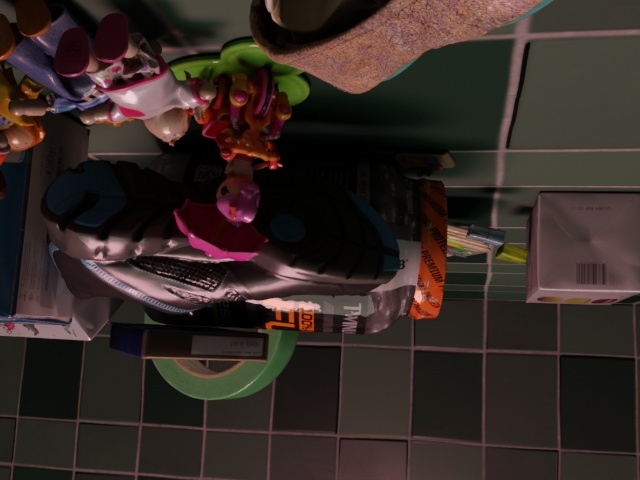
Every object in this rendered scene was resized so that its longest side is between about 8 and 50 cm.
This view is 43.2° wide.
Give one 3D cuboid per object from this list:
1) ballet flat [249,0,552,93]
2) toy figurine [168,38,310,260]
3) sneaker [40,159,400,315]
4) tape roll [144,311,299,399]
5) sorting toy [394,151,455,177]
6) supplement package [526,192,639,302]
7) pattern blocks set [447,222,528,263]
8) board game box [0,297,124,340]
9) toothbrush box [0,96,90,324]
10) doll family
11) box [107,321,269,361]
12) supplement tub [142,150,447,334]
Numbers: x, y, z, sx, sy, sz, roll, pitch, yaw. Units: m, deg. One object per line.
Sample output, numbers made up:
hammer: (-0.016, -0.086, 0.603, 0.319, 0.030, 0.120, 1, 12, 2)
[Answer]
ballet flat: (0.036, -0.137, 0.358, 0.106, 0.107, 0.316, 13, 167, -18)
toy figurine: (-0.067, -0.063, 0.674, 0.130, 0.159, 0.173, 6, 170, -26)
sneaker: (-0.093, 0.007, 0.799, 0.341, 0.125, 0.139, 8, 139, -8)
tape roll: (-0.197, 0.150, 1.593, 0.321, 0.321, 0.077, -2, 171, 26)
sorting toy: (0.126, -0.088, 0.946, 0.062, 0.012, 0.083, -1, 171, 19)
supplement package: (0.377, 0.019, 1.180, 0.139, 0.134, 0.244, 1, 171, 11)
pattern blocks set: (0.169, -0.007, 1.222, 0.285, 0.026, 0.325, 14, 175, 13)
board game box: (-0.366, 0.025, 1.131, 0.303, 0.224, 0.097, -5, 126, 39)
toothbrush box: (-0.404, -0.028, 0.820, 0.295, 0.216, 0.126, 2, 171, 11)
doll family: (-0.213, -0.116, 0.620, 0.263, 0.118, 0.163, -17, 162, 8)
box: (-0.164, 0.118, 0.949, 0.136, 0.036, 0.225, 5, 175, -25)
supplement tub: (-0.030, 0.003, 0.945, 0.338, 0.207, 0.207, 2, 172, 2)
